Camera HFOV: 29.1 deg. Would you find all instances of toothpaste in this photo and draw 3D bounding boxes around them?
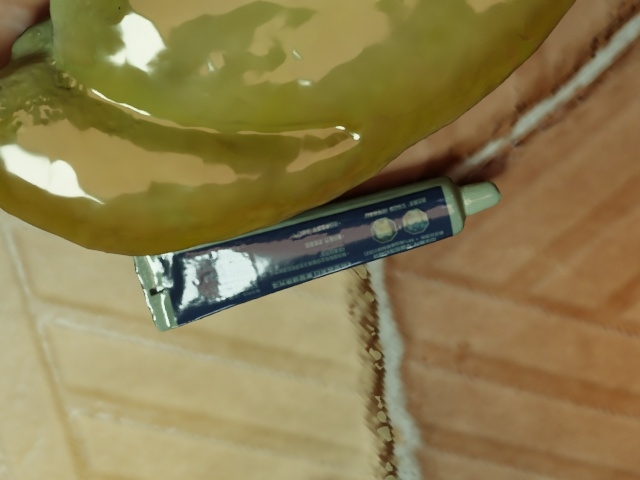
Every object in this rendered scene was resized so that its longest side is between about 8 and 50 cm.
[{"bbox_3d":[0.000,0.000,0.465,0.140,0.021,0.037,-16,108,2],"label":"toothpaste"}]

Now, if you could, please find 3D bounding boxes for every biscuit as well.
[{"bbox_3d":[0.012,-0.104,0.408,0.154,0.045,0.299,32,106,-20],"label":"biscuit"}]
